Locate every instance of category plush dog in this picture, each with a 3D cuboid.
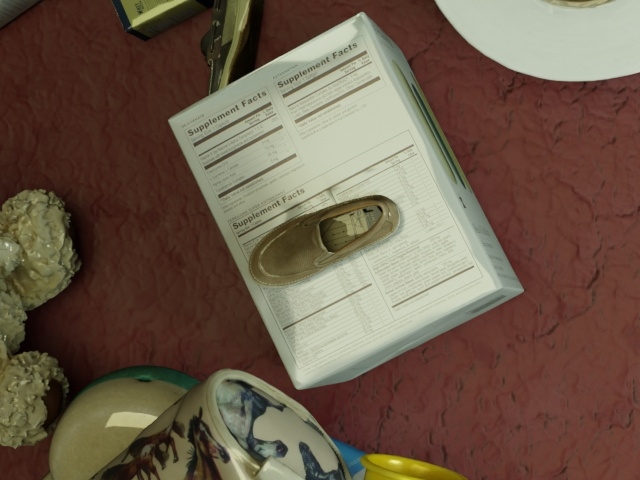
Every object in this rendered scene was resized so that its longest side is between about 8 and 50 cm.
[{"bbox_3d":[-0.359,0.051,1.403,0.211,0.225,0.262,-8,58,17],"label":"plush dog"}]

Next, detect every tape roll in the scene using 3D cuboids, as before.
[{"bbox_3d":[0.226,-0.285,1.322,0.286,0.100,0.286,3,112,7],"label":"tape roll"}]

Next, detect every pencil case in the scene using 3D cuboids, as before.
[{"bbox_3d":[-0.160,0.273,1.276,0.410,0.183,0.160,-40,111,19],"label":"pencil case"}]

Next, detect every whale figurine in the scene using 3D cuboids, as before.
[{"bbox_3d":[-0.161,0.245,1.442,0.216,0.141,0.272,3,112,7],"label":"whale figurine"}]

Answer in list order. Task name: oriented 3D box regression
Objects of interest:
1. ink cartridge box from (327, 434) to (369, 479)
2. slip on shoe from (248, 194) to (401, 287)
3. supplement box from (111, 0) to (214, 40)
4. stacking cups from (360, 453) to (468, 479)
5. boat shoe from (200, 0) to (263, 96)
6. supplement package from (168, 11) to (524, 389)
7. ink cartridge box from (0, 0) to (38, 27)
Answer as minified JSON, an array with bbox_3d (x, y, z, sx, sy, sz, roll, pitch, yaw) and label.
[{"bbox_3d":[0.077,0.339,1.365,0.308,0.129,0.223,23,92,13],"label":"ink cartridge box"},{"bbox_3d":[0.000,0.000,1.237,0.135,0.041,0.051,-19,84,11],"label":"slip on shoe"},{"bbox_3d":[-0.163,-0.254,1.487,0.083,0.056,0.083,-26,82,11],"label":"supplement box"},{"bbox_3d":[0.039,0.340,1.262,0.096,0.096,0.316,16,93,14],"label":"stacking cups"},{"bbox_3d":[-0.091,-0.189,1.472,0.049,0.056,0.152,10,80,18],"label":"boat shoe"},{"bbox_3d":[0.029,-0.028,1.357,0.198,0.199,0.262,-28,81,10],"label":"supplement package"},{"bbox_3d":[-0.334,-0.406,1.531,0.330,0.071,0.324,-33,80,11],"label":"ink cartridge box"}]
